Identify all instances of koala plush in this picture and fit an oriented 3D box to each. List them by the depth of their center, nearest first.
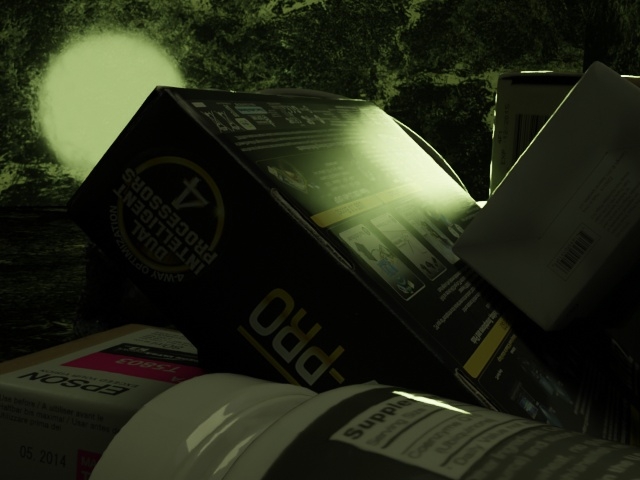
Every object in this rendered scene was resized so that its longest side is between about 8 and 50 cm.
[{"bbox_3d":[-0.088,0.056,0.931,0.196,0.203,0.221,-24,48,-36],"label":"koala plush"}]

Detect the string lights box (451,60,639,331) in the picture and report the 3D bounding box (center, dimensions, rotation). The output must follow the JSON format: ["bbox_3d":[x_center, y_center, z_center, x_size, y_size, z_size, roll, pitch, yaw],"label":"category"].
[{"bbox_3d":[0.189,-0.014,0.671,0.077,0.133,0.259,41,13,22],"label":"string lights box"}]

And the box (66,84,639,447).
[{"bbox_3d":[0.066,0.042,0.655,0.318,0.097,0.395,43,16,8],"label":"box"}]

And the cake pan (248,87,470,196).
[{"bbox_3d":[0.000,0.000,0.882,0.293,0.293,0.054,-1,-31,-22],"label":"cake pan"}]

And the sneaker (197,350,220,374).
[{"bbox_3d":[-0.032,0.060,0.635,0.075,0.057,0.161,-4,7,-14],"label":"sneaker"}]

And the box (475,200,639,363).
[{"bbox_3d":[0.254,0.050,1.060,0.215,0.168,0.345,9,10,44],"label":"box"}]

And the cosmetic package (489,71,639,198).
[{"bbox_3d":[0.318,-0.082,0.944,0.296,0.129,0.153,0,8,-27],"label":"cosmetic package"}]

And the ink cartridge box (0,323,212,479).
[{"bbox_3d":[-0.087,0.125,0.682,0.234,0.088,0.193,7,7,23],"label":"ink cartridge box"}]

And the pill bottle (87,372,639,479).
[{"bbox_3d":[0.053,0.138,0.340,0.283,0.161,0.161,8,9,40],"label":"pill bottle"}]
